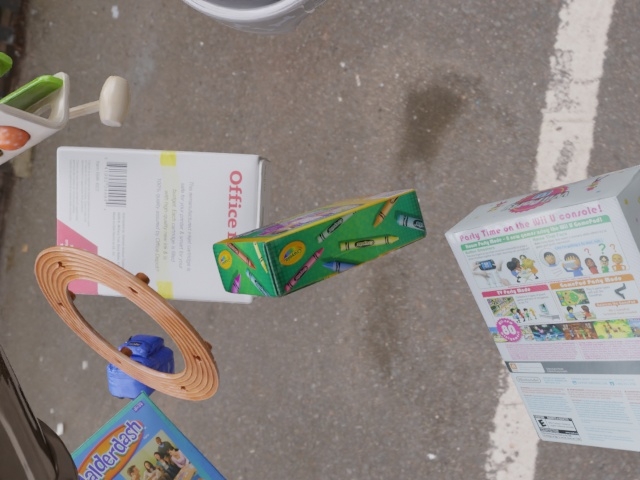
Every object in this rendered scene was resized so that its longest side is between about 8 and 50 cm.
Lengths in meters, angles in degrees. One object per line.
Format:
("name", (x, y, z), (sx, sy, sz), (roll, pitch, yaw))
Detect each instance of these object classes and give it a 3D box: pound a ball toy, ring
("pound a ball toy", (-0.477, -0.175, 0.976), (0.319, 0.208, 0.136), (-15, 70, 33))
("ring", (-0.293, 0.129, 0.956), (0.336, 0.337, 0.032), (-10, 36, 43))

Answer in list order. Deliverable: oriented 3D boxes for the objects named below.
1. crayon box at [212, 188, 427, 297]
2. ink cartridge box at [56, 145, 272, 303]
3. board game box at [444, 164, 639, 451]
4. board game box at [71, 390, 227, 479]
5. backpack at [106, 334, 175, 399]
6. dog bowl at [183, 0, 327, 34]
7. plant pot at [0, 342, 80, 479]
("crayon box", (0.000, 0.000, 0.935), (0.165, 0.278, 0.081), (-3, 105, 57))
("ink cartridge box", (-0.296, -0.033, 1.216), (0.384, 0.160, 0.279), (4, 95, 4))
("board game box", (0.309, 0.089, 0.722), (0.224, 0.097, 0.303), (-14, 105, 52))
("board game box", (-0.205, 0.312, 0.748), (0.210, 0.160, 0.047), (46, 134, 3))
("backpack", (-0.346, 0.239, 1.173), (0.098, 0.120, 0.101), (-2, 106, 17))
("dog bowl", (-0.089, -0.444, 0.800), (0.348, 0.102, 0.349), (6, 113, 14))
("plant pot", (-0.277, 0.080, 0.260), (0.323, 0.323, 0.280), (20, 117, 44))
